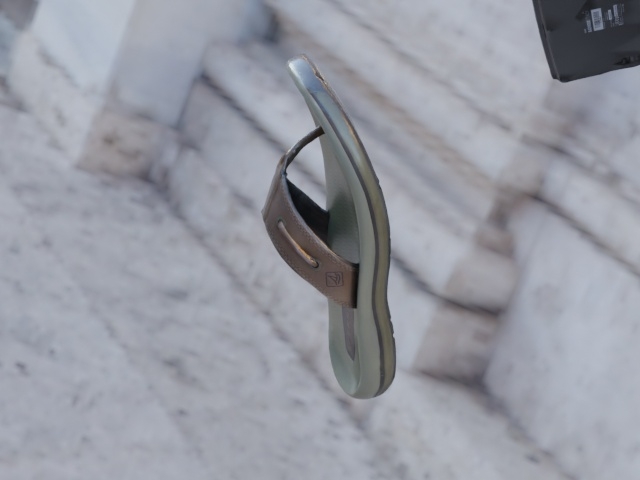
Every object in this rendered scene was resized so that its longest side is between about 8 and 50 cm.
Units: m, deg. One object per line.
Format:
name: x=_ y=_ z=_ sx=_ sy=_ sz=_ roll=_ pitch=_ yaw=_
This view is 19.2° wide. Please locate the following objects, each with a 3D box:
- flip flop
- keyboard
flip flop: x=0.000 y=0.000 z=1.363 sx=0.080 sy=0.277 sz=0.112 roll=-12 pitch=34 yaw=-9
keyboard: x=0.181 y=-0.155 z=1.175 sx=0.100 sy=0.038 sz=0.192 roll=-12 pitch=-17 yaw=8
